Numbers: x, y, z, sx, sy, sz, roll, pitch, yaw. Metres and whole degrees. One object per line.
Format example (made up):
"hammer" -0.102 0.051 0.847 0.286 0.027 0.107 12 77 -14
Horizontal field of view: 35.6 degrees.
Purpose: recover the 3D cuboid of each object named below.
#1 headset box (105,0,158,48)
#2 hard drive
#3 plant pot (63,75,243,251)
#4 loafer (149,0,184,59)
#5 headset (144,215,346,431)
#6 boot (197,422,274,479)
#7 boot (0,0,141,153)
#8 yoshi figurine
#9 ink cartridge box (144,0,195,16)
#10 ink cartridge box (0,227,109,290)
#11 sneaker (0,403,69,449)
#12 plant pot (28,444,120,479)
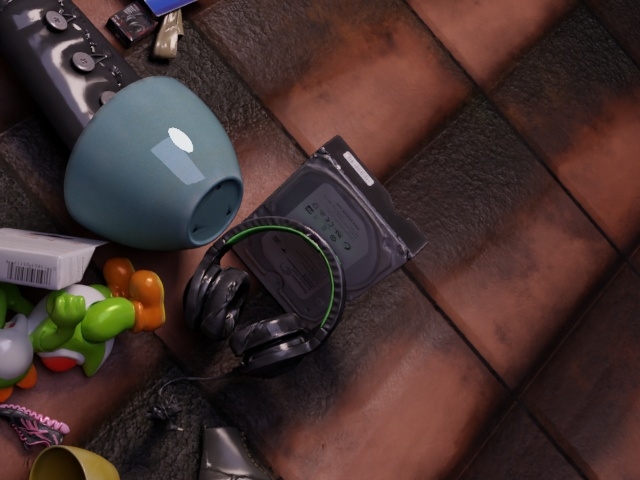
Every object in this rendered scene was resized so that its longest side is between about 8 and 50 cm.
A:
"headset box" -0.356 -0.413 1.898 0.062 0.032 0.083 48 57 -2
"hard drive" 0.000 0.000 1.721 0.237 0.339 0.064 51 48 -1
"plant pot" -0.240 -0.095 1.629 0.195 0.290 0.290 33 52 23
"loafer" -0.288 -0.407 1.922 0.050 0.056 0.148 22 68 -21
"headset" -0.134 0.137 1.623 0.243 0.185 0.394 40 92 10
"boot" -0.109 0.376 1.665 0.198 0.077 0.137 11 59 -25
"boot" -0.499 -0.290 1.667 0.367 0.146 0.445 -39 100 -41
"yoshi figurine" -0.440 0.103 1.545 0.362 0.203 0.203 -20 63 -31
"ink cartridge box" -0.349 -0.589 1.926 0.165 0.065 0.332 -34 77 -36
"ink cartridge box" -0.448 0.024 1.534 0.189 0.232 0.066 8 92 5
"sneaker" -0.450 0.291 1.536 0.119 0.047 0.057 26 70 -15
"plant pot" -0.360 0.373 1.506 0.095 0.134 0.134 7 63 -54
